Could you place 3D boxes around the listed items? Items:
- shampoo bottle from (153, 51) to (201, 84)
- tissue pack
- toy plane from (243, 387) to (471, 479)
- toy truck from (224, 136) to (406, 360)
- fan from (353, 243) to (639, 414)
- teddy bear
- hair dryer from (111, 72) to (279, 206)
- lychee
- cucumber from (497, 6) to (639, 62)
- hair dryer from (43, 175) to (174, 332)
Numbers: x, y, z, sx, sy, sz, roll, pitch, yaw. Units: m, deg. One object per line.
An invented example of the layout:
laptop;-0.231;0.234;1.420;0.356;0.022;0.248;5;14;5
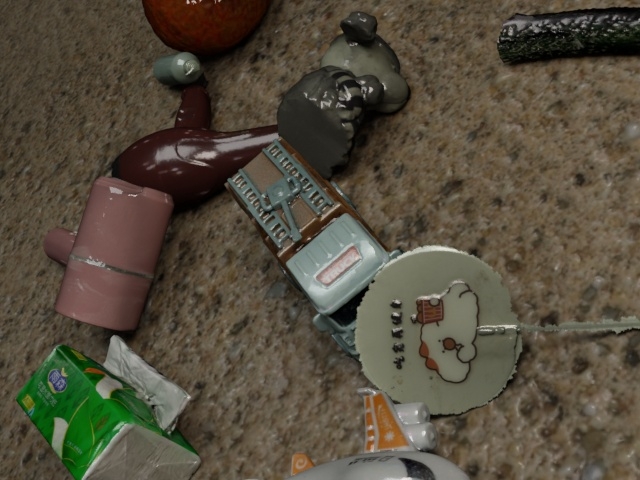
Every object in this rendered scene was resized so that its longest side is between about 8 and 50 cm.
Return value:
shampoo bottle;-0.243;-0.301;1.642;0.056;0.056;0.195;-52;25;-11
tissue pack;-0.257;0.222;1.203;0.156;0.148;0.209;-51;43;-8
toy plane;0.043;0.269;0.974;0.244;0.117;0.245;-20;45;22
toy truck;0.000;0.000;1.187;0.136;0.162;0.305;-40;43;1
fan;0.195;0.097;1.018;0.329;0.009;0.191;-2;91;15
teddy bear;0.050;-0.227;1.344;0.144;0.171;0.251;29;69;12
hair dryer;-0.170;-0.197;1.540;0.312;0.123;0.340;-14;38;13
lychee;-0.197;-0.454;1.647;0.300;0.255;0.255;7;61;51
cucumber;0.355;-0.275;1.231;0.245;0.067;0.067;4;59;35
hair dryer;-0.362;0.003;1.461;0.352;0.125;0.210;14;87;55
